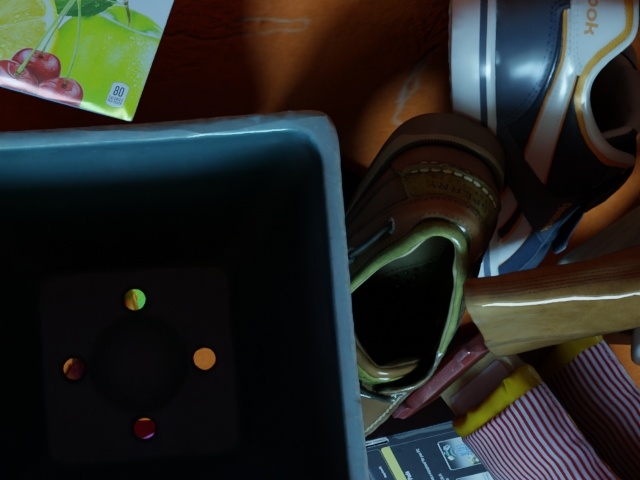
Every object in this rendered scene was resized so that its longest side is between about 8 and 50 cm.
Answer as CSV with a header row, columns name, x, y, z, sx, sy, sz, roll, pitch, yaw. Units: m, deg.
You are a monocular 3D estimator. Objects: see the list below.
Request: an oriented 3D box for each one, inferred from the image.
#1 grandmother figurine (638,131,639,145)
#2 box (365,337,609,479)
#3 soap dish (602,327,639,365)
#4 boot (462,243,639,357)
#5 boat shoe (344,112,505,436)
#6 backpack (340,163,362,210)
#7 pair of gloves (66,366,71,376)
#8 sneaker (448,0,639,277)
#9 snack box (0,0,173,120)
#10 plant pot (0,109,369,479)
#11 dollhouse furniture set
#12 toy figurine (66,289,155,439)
name,x,y,z,sx,sy,sz,roll,pitch,yaw
grandmother figurine,0.350,-0.131,1.159,0.342,0.104,0.208,-31,136,-5
box,0.149,0.247,1.705,0.318,0.097,0.395,-17,136,12
soap dish,0.385,0.007,1.470,0.291,0.118,0.229,4,145,-25
boot,0.223,0.003,1.101,0.280,0.096,0.264,-6,171,7
boat shoe,0.030,0.053,1.235,0.110,0.104,0.307,15,136,-5
backpack,0.000,0.000,1.336,0.084,0.105,0.114,-26,135,27
pair of gloves,-0.181,0.125,1.566,0.074,0.010,0.083,0,144,-18
sneaker,0.152,-0.059,1.262,0.127,0.126,0.321,0,148,5
snack box,-0.144,-0.181,0.916,0.174,0.070,0.207,13,100,-36
plant pot,-0.115,0.071,1.179,0.247,0.248,0.252,-4,172,-7
dollhouse furniture set,0.236,0.085,1.332,0.152,0.201,0.374,-31,167,-39
toy figurine,-0.162,0.084,1.360,0.130,0.159,0.173,-13,149,2
